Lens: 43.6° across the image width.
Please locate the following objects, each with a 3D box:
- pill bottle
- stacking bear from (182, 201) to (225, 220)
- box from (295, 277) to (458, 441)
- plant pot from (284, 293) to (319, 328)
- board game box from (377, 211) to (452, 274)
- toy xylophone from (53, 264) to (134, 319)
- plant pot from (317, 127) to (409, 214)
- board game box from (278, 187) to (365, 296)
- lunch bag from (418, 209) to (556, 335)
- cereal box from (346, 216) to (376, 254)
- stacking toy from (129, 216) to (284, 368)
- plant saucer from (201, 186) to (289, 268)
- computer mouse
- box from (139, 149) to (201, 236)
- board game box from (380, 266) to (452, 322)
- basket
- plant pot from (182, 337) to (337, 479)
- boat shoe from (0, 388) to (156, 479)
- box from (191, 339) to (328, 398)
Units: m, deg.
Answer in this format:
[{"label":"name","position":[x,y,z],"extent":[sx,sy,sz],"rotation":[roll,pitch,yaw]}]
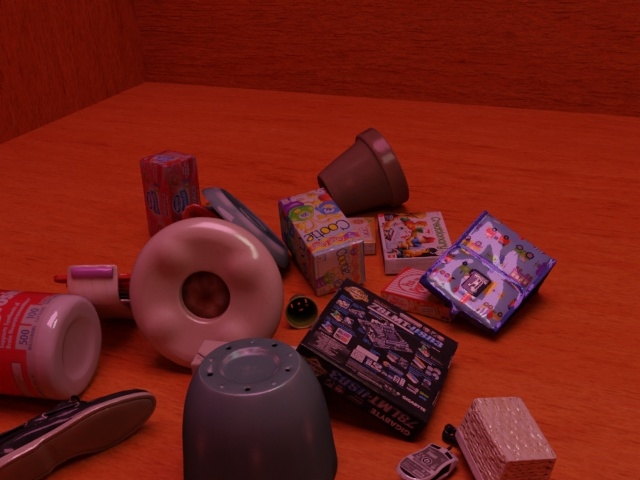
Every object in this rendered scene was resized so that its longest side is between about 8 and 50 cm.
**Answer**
[{"label":"pill bottle","position":[-0.715,0.221,1.760],"extent":[0.408,0.229,0.229],"rotation":[2,26,12]},{"label":"stacking bear","position":[-0.315,-0.040,2.344],"extent":[0.164,0.175,0.289],"rotation":[24,16,-4]},{"label":"box","position":[0.121,0.236,1.672],"extent":[0.295,0.073,0.293],"rotation":[31,31,5]},{"label":"plant pot","position":[-0.049,0.166,1.976],"extent":[0.083,0.083,0.079],"rotation":[-6,13,-5]},{"label":"board game box","position":[0.269,0.003,2.290],"extent":[0.193,0.053,0.305],"rotation":[-3,26,1]},{"label":"toy xylophone","position":[-0.539,0.134,1.930],"extent":[0.236,0.081,0.322],"rotation":[1,-16,-7]},{"label":"plant pot","position":[0.120,-0.194,2.531],"extent":[0.229,0.263,0.263],"rotation":[-26,30,-8]},{"label":"board game box","position":[0.000,0.000,2.165],"extent":[0.142,0.144,0.275],"rotation":[-17,39,-15]},{"label":"lunch bag","position":[0.394,0.100,1.953],"extent":[0.221,0.138,0.293],"rotation":[38,54,18]},{"label":"cereal box","position":[0.042,-0.012,2.354],"extent":[0.240,0.047,0.173],"rotation":[-2,27,4]},{"label":"stacking toy","position":[-0.235,0.086,1.968],"extent":[0.351,0.350,0.480],"rotation":[0,11,6]},{"label":"plant saucer","position":[-0.195,-0.044,2.198],"extent":[0.044,0.317,0.317],"rotation":[-47,32,2]},{"label":"computer mouse","position":[0.213,0.408,1.476],"extent":[0.193,0.042,0.106],"rotation":[-17,33,-38]},{"label":"box","position":[-0.449,-0.131,2.423],"extent":[0.128,0.257,0.123],"rotation":[18,31,37]},{"label":"board game box","position":[0.271,0.134,2.026],"extent":[0.193,0.045,0.147],"rotation":[12,30,29]},{"label":"basket","position":[0.329,0.367,1.426],"extent":[0.113,0.103,0.167],"rotation":[1,32,-17]},{"label":"plant pot","position":[-0.118,0.323,1.468],"extent":[0.293,0.235,0.293],"rotation":[-2,26,1]},{"label":"boat shoe","position":[-0.492,0.362,1.559],"extent":[0.340,0.127,0.113],"rotation":[-28,46,-25]},{"label":"box","position":[-0.125,0.285,1.690],"extent":[0.275,0.113,0.094],"rotation":[1,27,12]}]
